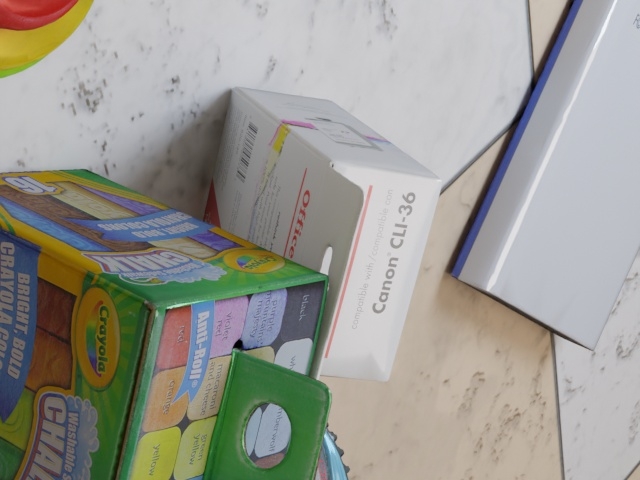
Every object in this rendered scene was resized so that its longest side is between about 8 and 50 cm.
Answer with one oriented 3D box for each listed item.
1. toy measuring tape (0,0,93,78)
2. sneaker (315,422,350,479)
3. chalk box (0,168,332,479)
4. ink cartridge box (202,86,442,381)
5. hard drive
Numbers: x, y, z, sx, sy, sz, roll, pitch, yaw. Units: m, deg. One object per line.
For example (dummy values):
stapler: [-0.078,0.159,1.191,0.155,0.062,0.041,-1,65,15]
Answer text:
toy measuring tape: [-0.194,-0.108,0.714,0.330,0.121,0.121,-18,124,-39]
sneaker: [-0.064,0.214,1.095,0.125,0.104,0.262,1,109,-53]
chalk box: [-0.091,0.062,0.860,0.132,0.213,0.132,-7,115,-53]
ink cartridge box: [0.000,0.000,0.963,0.067,0.198,0.115,8,106,-23]
hard drive: [0.218,-0.089,1.364,0.210,0.040,0.319,28,86,-57]
